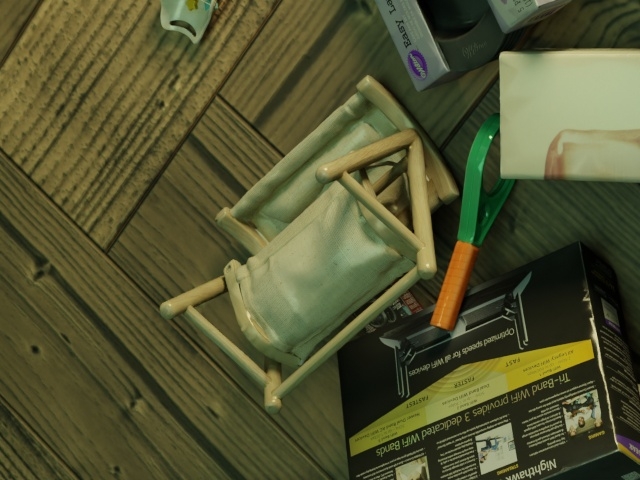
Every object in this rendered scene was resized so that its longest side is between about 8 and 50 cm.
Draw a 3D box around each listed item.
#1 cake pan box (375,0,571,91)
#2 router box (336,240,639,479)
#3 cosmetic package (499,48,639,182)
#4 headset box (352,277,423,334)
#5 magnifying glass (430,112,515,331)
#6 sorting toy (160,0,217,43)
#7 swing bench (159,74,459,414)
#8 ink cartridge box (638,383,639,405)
[{"bbox_3d":[0.127,-0.302,1.779,0.246,0.070,0.267,-29,84,61],"label":"cake pan box"},{"bbox_3d":[0.169,0.171,1.816,0.309,0.081,0.243,-25,51,27],"label":"router box"},{"bbox_3d":[0.335,-0.121,1.717,0.296,0.153,0.129,4,99,28],"label":"cosmetic package"},{"bbox_3d":[0.071,0.075,1.949,0.062,0.032,0.083,-42,80,27],"label":"headset box"},{"bbox_3d":[0.158,-0.020,1.831,0.026,0.092,0.231,14,85,29],"label":"magnifying glass"},{"bbox_3d":[-0.149,-0.263,2.005,0.083,0.045,0.075,28,117,20],"label":"sorting toy"},{"bbox_3d":[0.000,0.000,1.868,0.165,0.254,0.253,43,117,-10],"label":"swing bench"},{"bbox_3d":[0.311,0.265,1.791,0.203,0.086,0.148,-59,35,22],"label":"ink cartridge box"}]
